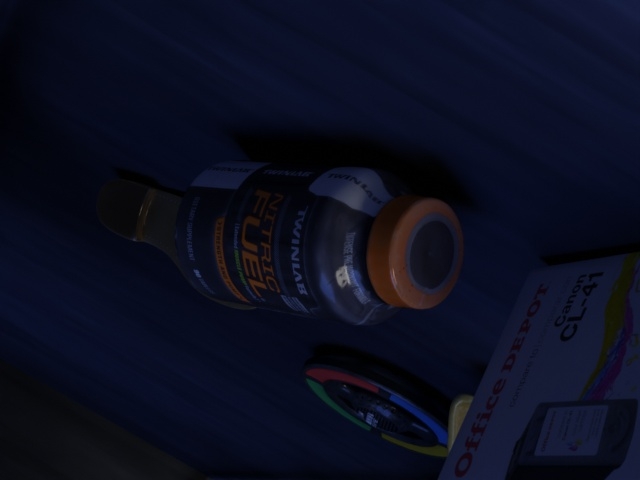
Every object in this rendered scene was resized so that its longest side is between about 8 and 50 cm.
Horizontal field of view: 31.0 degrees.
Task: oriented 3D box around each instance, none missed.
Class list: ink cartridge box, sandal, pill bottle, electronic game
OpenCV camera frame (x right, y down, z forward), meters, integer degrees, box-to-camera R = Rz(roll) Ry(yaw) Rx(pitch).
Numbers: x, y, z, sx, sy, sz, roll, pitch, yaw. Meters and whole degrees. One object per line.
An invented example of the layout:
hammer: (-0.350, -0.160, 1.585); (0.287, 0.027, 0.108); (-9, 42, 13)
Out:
ink cartridge box: (0.243, 0.124, 0.796); (0.131, 0.226, 0.306); (37, 157, -21)
sandal: (-0.127, -0.003, 1.237); (0.240, 0.088, 0.079); (27, -168, 26)
pill bottle: (0.000, 0.000, 0.966); (0.246, 0.130, 0.130); (6, 149, 45)
electronic game: (0.079, 0.213, 1.466); (0.229, 0.048, 0.229); (26, 159, 10)

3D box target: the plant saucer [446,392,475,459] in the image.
plant saucer: (0.293, 0.334, 1.212); (0.333, 0.081, 0.332); (12, 111, 31)
